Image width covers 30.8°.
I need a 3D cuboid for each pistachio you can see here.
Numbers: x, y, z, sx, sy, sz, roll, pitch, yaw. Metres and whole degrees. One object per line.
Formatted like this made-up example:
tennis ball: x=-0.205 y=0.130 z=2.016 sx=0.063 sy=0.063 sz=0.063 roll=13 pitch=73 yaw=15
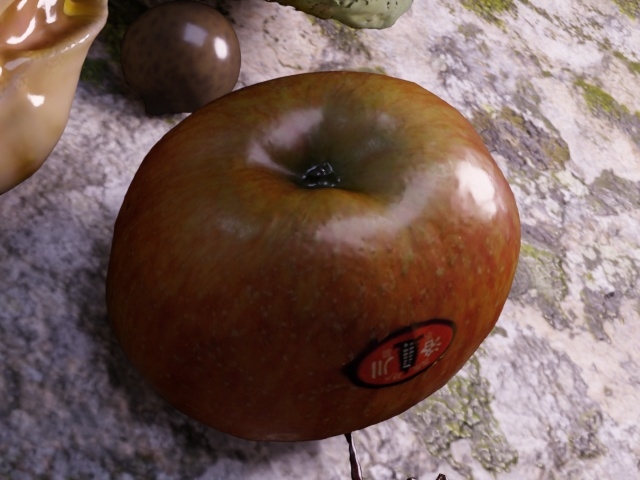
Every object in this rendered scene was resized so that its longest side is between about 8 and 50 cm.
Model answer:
pistachio: x=-0.280 y=-0.159 z=0.859 sx=0.238 sy=0.229 sz=0.321 roll=-6 pitch=39 yaw=14

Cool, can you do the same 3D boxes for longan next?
longan: x=-0.127 y=-0.162 z=1.049 sx=0.113 sy=0.092 sz=0.113 roll=-2 pitch=97 yaw=-20

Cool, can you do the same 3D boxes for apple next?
apple: x=0.000 y=0.000 z=0.869 sx=0.309 sy=0.250 sz=0.277 roll=-28 pitch=71 yaw=-41

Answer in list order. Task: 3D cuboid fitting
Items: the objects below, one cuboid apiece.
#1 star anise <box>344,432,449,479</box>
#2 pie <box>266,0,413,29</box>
star anise: x=0.075 y=0.210 z=0.870 sx=0.097 sy=0.070 sz=0.190 roll=20 pitch=36 yaw=-56
pie: x=-0.120 y=-0.339 z=1.139 sx=0.418 sy=0.180 sz=0.395 roll=17 pitch=28 yaw=-25
